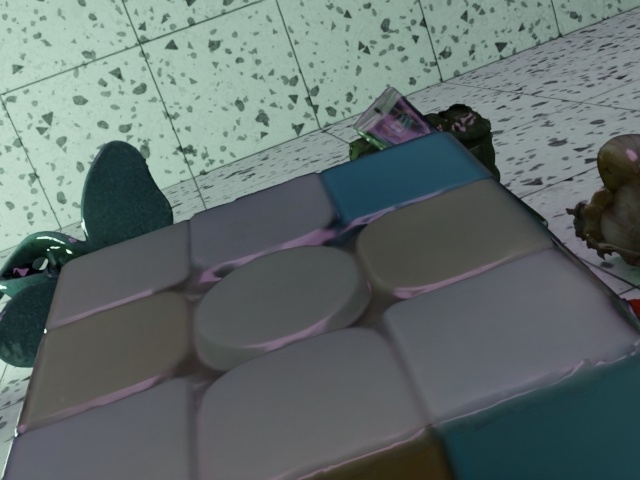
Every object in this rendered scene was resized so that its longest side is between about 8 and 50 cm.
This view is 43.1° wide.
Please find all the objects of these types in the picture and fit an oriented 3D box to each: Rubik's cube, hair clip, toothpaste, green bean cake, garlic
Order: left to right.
[{"bbox_3d":[-0.341,0.099,1.281,0.238,0.318,0.392,-22,39,44],"label":"hair clip"},{"bbox_3d":[0.020,0.170,0.579,0.346,0.344,0.347,-18,25,1],"label":"Rubik's cube"},{"bbox_3d":[0.190,-0.089,1.403,0.241,0.255,0.132,-15,20,0],"label":"green bean cake"},{"bbox_3d":[0.222,-0.097,1.268,0.099,0.392,0.061,-47,-15,-6],"label":"toothpaste"},{"bbox_3d":[0.416,-0.023,1.109,0.256,0.207,0.207,-26,18,-24],"label":"garlic"}]

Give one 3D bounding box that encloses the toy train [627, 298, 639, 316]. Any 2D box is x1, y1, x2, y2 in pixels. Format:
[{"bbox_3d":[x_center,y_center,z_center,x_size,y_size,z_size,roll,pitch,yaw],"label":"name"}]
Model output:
[{"bbox_3d":[0.229,0.161,0.878,0.409,0.086,0.089,-22,15,-7],"label":"toy train"}]
